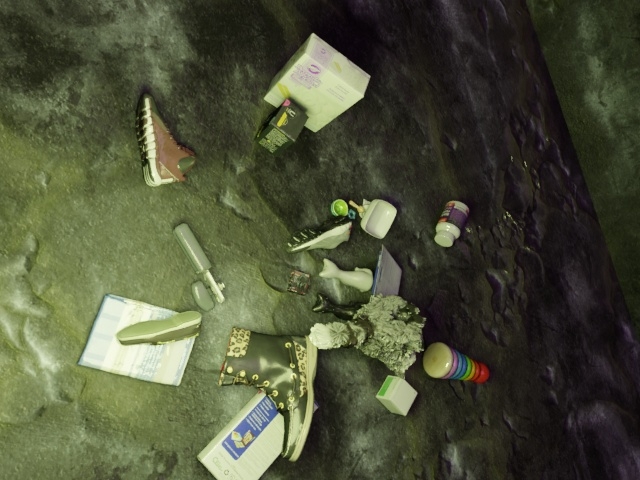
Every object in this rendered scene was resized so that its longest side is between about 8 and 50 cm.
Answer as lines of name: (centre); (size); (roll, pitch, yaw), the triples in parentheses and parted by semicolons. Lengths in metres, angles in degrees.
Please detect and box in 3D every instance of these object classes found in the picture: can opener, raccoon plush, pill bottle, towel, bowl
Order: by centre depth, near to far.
towel: (-0.507, 0.287, 1.262); (0.285, 0.034, 0.209); (22, 70, -25)
can opener: (-0.381, 0.082, 1.354); (0.093, 0.074, 0.280); (-28, 95, -31)
raccoon plush: (0.158, 0.352, 1.527); (0.447, 0.299, 0.216); (3, 43, -11)
bowl: (0.223, -0.090, 1.732); (0.142, 0.053, 0.141); (24, 95, -43)
pill bottle: (0.574, -0.071, 1.938); (0.108, 0.108, 0.193); (39, 63, -19)

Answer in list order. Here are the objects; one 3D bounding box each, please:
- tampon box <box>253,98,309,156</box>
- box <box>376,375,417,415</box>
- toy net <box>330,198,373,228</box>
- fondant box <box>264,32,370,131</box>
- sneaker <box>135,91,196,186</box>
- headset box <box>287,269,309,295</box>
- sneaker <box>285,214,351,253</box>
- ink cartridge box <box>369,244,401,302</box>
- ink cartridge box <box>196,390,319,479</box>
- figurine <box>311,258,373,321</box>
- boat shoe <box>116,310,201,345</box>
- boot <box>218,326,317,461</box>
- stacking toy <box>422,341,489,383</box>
tampon box: (-0.139, -0.392, 1.539); (0.101, 0.161, 0.120); (35, 64, -21)
box: (0.286, 0.581, 1.651); (0.102, 0.087, 0.101); (47, 61, -15)
toy net: (0.140, -0.104, 1.720); (0.232, 0.045, 0.122); (-9, 85, -32)
fondant box: (-0.022, -0.533, 1.537); (0.238, 0.330, 0.096); (28, 67, -23)
sneaker: (-0.474, -0.310, 1.368); (0.163, 0.106, 0.281); (-7, 95, -37)
headset box: (-0.077, 0.146, 1.549); (0.062, 0.032, 0.083); (21, 72, -26)
sneaker: (0.000, 0.000, 1.588); (0.272, 0.100, 0.107); (-20, 122, -24)
ink cartridge box: (0.238, 0.161, 1.659); (0.224, 0.045, 0.223); (49, 48, -48)
ink cartridge box: (-0.185, 0.595, 1.378); (0.371, 0.069, 0.175); (-41, 101, -28)
figurine: (0.077, 0.185, 1.607); (0.210, 0.092, 0.214); (19, 70, -23)
boat shoe: (-0.447, 0.262, 1.236); (0.228, 0.081, 0.068); (-10, 115, -29)
boot: (-0.163, 0.440, 1.319); (0.285, 0.138, 0.377); (15, 56, -11)
stacking toy: (0.580, 0.529, 1.825); (0.331, 0.141, 0.141); (26, 68, -31)
